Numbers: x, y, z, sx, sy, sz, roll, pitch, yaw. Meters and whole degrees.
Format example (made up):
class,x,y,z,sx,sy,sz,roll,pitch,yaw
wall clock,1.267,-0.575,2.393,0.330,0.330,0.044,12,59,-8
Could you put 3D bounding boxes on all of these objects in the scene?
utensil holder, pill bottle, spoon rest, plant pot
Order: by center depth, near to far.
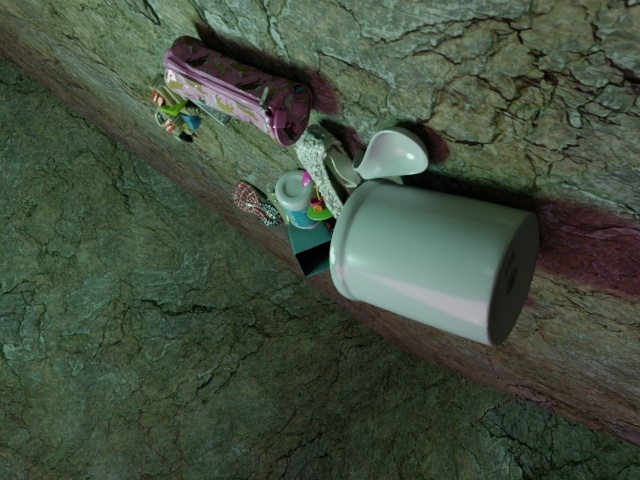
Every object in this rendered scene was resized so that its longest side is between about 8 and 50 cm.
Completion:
class,x,y,z,sx,sy,sz,roll,pitch,yaw
spoon rest,0.151,-0.195,1.087,0.137,0.084,0.276,38,167,-17
utensil holder,0.272,0.042,1.098,0.386,0.327,0.327,17,160,36
pill bottle,-0.064,-0.134,1.683,0.146,0.146,0.264,29,166,21
plant pot,-0.038,-0.007,1.901,0.165,0.166,0.234,69,179,-48

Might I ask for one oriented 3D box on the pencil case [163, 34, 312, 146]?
class,x,y,z,sx,sy,sz,roll,pitch,yaw
pencil case,-0.208,-0.374,1.144,0.386,0.160,0.167,30,158,20

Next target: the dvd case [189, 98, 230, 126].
class,x,y,z,sx,sy,sz,roll,pitch,yaw
dvd case,-0.363,-0.459,1.514,0.165,0.018,0.221,37,167,-16

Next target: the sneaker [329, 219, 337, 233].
class,x,y,z,sx,sy,sz,roll,pitch,yaw
sneaker,0.095,-0.013,1.888,0.162,0.106,0.281,42,159,-1

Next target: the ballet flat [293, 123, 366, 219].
class,x,y,z,sx,sy,sz,roll,pitch,yaw
ballet flat,0.069,-0.154,1.293,0.147,0.147,0.409,22,163,42

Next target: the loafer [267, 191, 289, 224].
class,x,y,z,sx,sy,sz,roll,pitch,yaw
loafer,-0.134,-0.115,2.041,0.269,0.092,0.102,37,167,-15

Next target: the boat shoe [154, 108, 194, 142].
class,x,y,z,sx,sy,sz,roll,pitch,yaw
boat shoe,-0.594,-0.474,1.903,0.073,0.080,0.223,23,169,20

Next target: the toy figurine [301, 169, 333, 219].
class,x,y,z,sx,sy,sz,roll,pitch,yaw
toy figurine,0.012,-0.171,1.466,0.130,0.173,0.159,-92,-18,-51

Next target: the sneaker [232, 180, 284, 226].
class,x,y,z,sx,sy,sz,roll,pitch,yaw
sneaker,-0.294,-0.170,2.202,0.299,0.121,0.112,40,-162,7

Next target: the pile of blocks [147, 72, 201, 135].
class,x,y,z,sx,sy,sz,roll,pitch,yaw
pile of blocks,-0.533,-0.460,1.711,0.149,0.112,0.362,32,167,8
